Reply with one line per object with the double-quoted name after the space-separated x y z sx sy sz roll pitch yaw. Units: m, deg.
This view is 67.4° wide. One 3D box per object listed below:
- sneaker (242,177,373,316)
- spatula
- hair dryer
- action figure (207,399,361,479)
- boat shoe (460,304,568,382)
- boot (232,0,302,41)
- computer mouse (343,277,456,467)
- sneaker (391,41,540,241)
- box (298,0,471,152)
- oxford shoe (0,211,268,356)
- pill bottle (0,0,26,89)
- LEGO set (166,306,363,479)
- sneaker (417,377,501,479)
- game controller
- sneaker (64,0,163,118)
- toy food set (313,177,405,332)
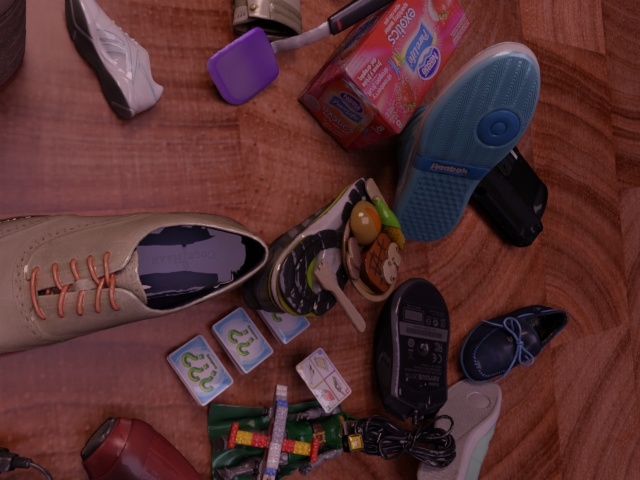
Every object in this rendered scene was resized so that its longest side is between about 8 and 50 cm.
0.000 0.000 0.665 0.300 0.121 0.111 -39 111 -48 "sneaker"
-0.011 -0.278 0.646 0.296 0.030 0.084 -29 141 -3 "spatula"
-0.242 0.307 0.524 0.293 0.080 0.224 3 91 -19 "hair dryer"
-0.032 0.273 0.658 0.232 0.063 0.137 -1 85 -35 "action figure"
0.359 0.171 0.881 0.258 0.089 0.109 -27 90 -34 "boat shoe"
-0.110 -0.366 0.634 0.213 0.077 0.165 7 86 -32 "boot"
0.129 0.193 0.743 0.188 0.072 0.273 19 69 -23 "computer mouse"
0.183 -0.170 0.690 0.127 0.319 0.208 16 49 -8 "sneaker"
0.100 -0.273 0.727 0.122 0.128 0.257 43 66 -23 "box"
-0.242 0.031 0.485 0.396 0.146 0.141 -16 96 -31 "oxford shoe"
-0.321 -0.219 0.369 0.160 0.283 0.161 2 86 -31 "pill bottle"
-0.048 0.191 0.605 0.182 0.060 0.244 -32 83 -32 "LEGO set"
0.235 0.358 0.813 0.256 0.094 0.151 -42 132 -41 "sneaker"
0.332 -0.132 0.914 0.319 0.067 0.167 42 53 -24 "game controller"
-0.242 -0.222 0.561 0.061 0.053 0.152 -39 113 -37 "sneaker"
0.071 0.014 0.619 0.132 0.038 0.192 55 45 -26 "toy food set"
